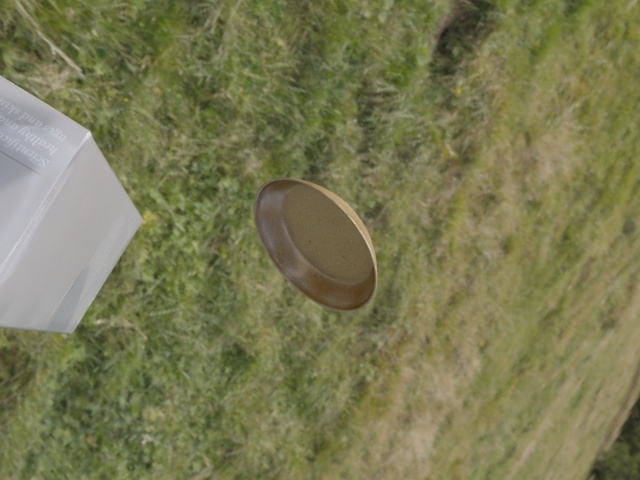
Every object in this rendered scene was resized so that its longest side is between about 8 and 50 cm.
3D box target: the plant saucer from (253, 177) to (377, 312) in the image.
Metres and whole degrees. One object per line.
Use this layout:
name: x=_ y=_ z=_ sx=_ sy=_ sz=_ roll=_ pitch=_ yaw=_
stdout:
plant saucer: x=0.000 y=0.000 z=0.426 sx=0.015 sy=0.083 sz=0.083 roll=-40 pitch=147 yaw=-35

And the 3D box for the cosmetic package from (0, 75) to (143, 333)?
cosmetic package: x=-0.182 y=-0.020 z=0.434 sx=0.107 sy=0.127 sz=0.238 roll=-60 pitch=-176 yaw=-13
